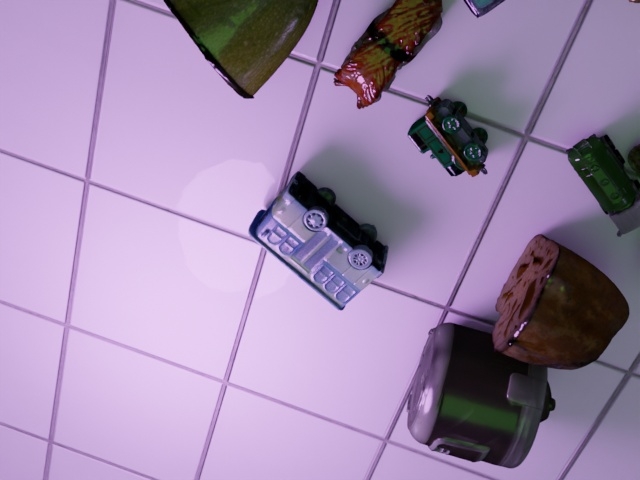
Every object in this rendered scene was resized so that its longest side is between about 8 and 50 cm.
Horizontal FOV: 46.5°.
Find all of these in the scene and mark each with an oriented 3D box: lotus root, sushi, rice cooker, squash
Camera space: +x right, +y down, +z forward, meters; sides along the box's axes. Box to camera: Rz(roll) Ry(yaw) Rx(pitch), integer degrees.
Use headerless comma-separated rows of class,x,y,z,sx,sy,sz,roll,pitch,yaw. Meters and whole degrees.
lotus root,0.536,0.166,1.719,0.250,0.316,0.316,30,120,-10
sushi,0.154,-0.424,1.593,0.124,0.130,0.332,41,113,-5
rice cooker,0.400,0.391,1.856,0.325,0.335,0.335,15,119,3
squash,-0.125,-0.505,1.548,0.309,0.310,0.310,-36,106,8

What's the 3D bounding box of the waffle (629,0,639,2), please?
waffle,0.708,-0.601,1.408,0.329,0.062,0.329,5,117,11

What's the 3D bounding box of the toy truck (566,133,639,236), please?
toy truck,0.636,-0.128,1.639,0.101,0.125,0.242,-34,107,25

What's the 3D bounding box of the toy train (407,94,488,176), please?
toy train,0.290,-0.227,1.684,0.136,0.091,0.227,-28,110,35

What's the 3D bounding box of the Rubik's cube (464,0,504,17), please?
Rubik's cube,0.326,-0.648,1.305,0.337,0.344,0.344,-33,107,25

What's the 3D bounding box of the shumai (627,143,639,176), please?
shumai,0.750,-0.163,1.599,0.145,0.116,0.145,5,117,10

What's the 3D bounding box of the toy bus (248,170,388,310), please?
toy bus,0.000,0.000,1.828,0.312,0.152,0.190,41,118,-11
